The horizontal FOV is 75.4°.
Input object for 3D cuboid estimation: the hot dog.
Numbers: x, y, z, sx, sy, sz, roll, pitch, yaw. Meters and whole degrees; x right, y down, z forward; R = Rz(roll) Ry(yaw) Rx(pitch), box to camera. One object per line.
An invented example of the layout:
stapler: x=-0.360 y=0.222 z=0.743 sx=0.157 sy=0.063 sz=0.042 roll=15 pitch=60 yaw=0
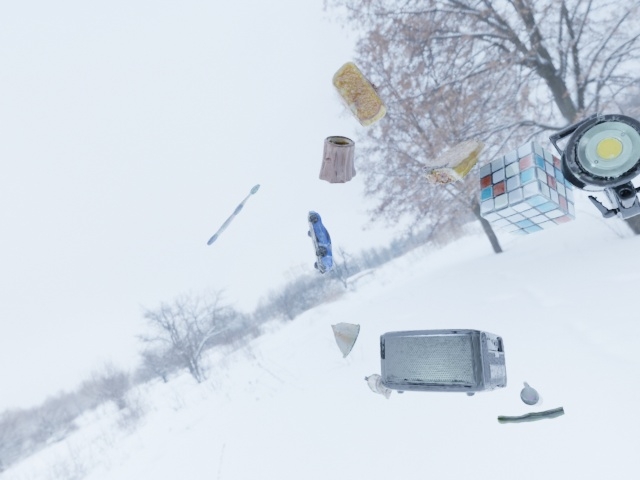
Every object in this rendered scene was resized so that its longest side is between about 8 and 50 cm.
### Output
hot dog: x=0.159 y=-0.583 z=1.671 sx=0.150 sy=0.257 sz=0.153 roll=-36 pitch=3 yaw=16

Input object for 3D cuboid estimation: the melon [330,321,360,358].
melon: x=0.107 y=0.386 z=1.694 sx=0.139 sy=0.093 sz=0.202 roll=-41 pitch=20 yaw=11

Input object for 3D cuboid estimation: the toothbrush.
toothbrush: x=-0.283 y=-0.088 z=1.363 sx=0.269 sy=0.021 sz=0.027 roll=-54 pitch=15 yaw=-17

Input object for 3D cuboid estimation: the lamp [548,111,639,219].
lamp: x=0.830 y=-0.262 z=1.227 sx=0.205 sy=0.374 sz=0.272 roll=-27 pitch=-29 yaw=24

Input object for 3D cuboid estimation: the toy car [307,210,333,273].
toy car: x=0.000 y=0.000 z=1.303 sx=0.063 sy=0.216 sz=0.103 roll=-8 pitch=-29 yaw=-8

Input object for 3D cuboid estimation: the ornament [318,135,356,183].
ornament: x=0.097 y=-0.461 z=2.323 sx=0.235 sy=0.221 sz=0.218 roll=-7 pitch=-55 yaw=-19

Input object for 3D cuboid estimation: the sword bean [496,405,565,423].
sword bean: x=0.871 y=0.729 z=1.717 sx=0.269 sy=0.043 sz=0.038 roll=-13 pitch=-22 yaw=11

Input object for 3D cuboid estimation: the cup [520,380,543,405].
cup: x=0.907 y=0.663 z=1.784 sx=0.074 sy=0.104 sz=0.116 roll=-32 pitch=-41 yaw=24

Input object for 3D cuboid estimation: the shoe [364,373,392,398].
shoe: x=0.254 y=0.628 z=1.794 sx=0.092 sy=0.089 sz=0.180 roll=7 pitch=-24 yaw=31

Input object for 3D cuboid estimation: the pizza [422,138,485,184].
pizza: x=0.566 y=-0.327 z=1.749 sx=0.277 sy=0.114 sz=0.409 roll=-32 pitch=8 yaw=26

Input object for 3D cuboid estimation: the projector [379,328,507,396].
projector: x=0.495 y=0.485 z=1.648 sx=0.405 sy=0.242 sz=0.395 roll=-11 pitch=-21 yaw=33

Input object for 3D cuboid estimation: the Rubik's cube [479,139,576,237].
Rubik's cube: x=0.818 y=-0.194 z=1.655 sx=0.256 sy=0.254 sz=0.259 roll=23 pitch=-30 yaw=-26
